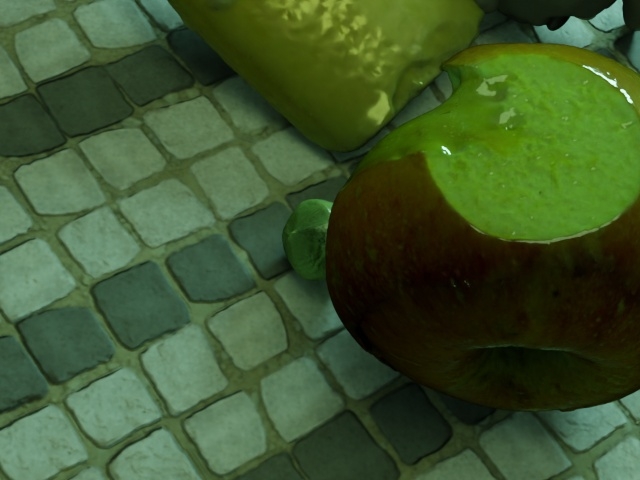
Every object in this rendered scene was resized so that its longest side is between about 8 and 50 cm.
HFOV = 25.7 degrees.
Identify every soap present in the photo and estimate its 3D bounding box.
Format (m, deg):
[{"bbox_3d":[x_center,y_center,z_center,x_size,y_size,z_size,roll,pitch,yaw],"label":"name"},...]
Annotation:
[{"bbox_3d":[-0.031,-0.322,1.602,0.306,0.115,0.427,-41,95,-17],"label":"soap"}]

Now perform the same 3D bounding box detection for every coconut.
[{"bbox_3d":[0.000,0.000,1.470,0.096,0.088,0.088,10,51,-43],"label":"coconut"}]

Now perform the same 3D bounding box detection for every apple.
[{"bbox_3d":[0.197,-0.024,1.366,0.384,0.374,0.374,18,54,-22],"label":"apple"}]

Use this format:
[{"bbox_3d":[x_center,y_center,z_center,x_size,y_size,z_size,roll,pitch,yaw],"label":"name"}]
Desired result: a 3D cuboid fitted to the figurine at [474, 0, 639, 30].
[{"bbox_3d":[0.344,-0.343,1.690,0.380,0.203,0.248,18,88,-2],"label":"figurine"}]
